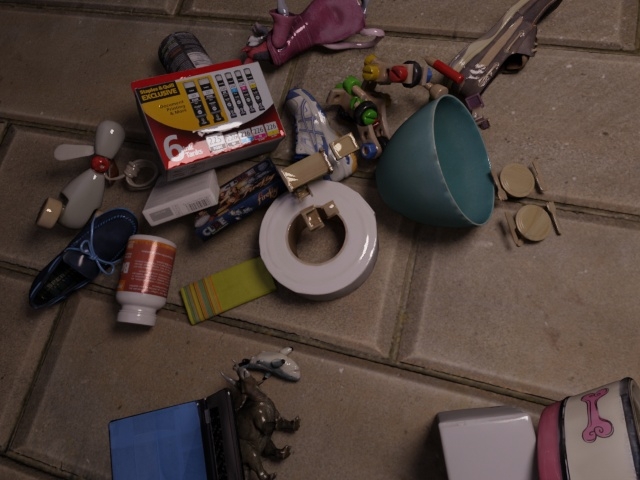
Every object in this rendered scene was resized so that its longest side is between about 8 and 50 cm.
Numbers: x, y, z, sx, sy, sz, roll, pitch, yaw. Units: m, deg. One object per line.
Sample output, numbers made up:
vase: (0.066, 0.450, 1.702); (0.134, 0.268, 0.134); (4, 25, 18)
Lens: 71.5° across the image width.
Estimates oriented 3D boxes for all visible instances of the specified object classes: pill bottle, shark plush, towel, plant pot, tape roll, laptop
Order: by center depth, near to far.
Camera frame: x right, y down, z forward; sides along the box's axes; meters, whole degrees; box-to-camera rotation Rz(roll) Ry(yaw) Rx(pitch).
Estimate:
laptop: (-0.301, 0.535, 0.906); (0.236, 0.408, 0.382); (-5, 70, -24)
plant pot: (0.242, -0.153, 1.014); (0.195, 0.290, 0.290); (-15, 68, 40)
shark plush: (-0.129, 0.300, 1.041); (0.161, 0.073, 0.067); (-7, 103, 4)
tape roll: (0.000, 0.000, 1.081); (0.286, 0.100, 0.286); (-3, 72, 10)
pill bottle: (-0.442, 0.102, 1.119); (0.121, 0.121, 0.216); (3, 74, 11)
towel: (-0.234, 0.124, 1.130); (0.237, 0.021, 0.102); (-22, 76, 2)
pill bottle: (-0.355, -0.466, 1.269); (0.130, 0.130, 0.245); (-33, 71, 0)

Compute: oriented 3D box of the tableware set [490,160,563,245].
tableware set: (0.476, -0.088, 1.050); (0.128, 0.039, 0.194); (-12, 77, -10)

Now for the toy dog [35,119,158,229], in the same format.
toy dog: (-0.634, -0.160, 1.217); (0.333, 0.220, 0.161); (-50, 40, -14)

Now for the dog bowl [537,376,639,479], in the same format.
dog bowl: (0.486, 0.440, 0.721); (0.150, 0.408, 0.408); (-19, 69, 34)

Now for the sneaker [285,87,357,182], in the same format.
sneaker: (-0.031, -0.271, 1.161); (0.131, 0.112, 0.296); (-34, 70, 0)

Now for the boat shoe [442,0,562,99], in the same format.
boat shoe: (0.480, -0.489, 1.137); (0.355, 0.132, 0.130); (-41, 80, 6)

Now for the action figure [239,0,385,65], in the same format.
action figure: (-0.053, -0.571, 1.244); (0.370, 0.248, 0.275); (-33, 97, -2)

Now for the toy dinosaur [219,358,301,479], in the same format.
toy dinosaur: (-0.147, 0.434, 0.986); (0.160, 0.121, 0.313); (8, 88, 32)

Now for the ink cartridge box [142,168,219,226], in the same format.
ink cartridge box: (-0.359, -0.138, 1.183); (0.181, 0.056, 0.224); (-19, 31, 4)

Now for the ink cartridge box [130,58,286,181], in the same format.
ink cartridge box: (-0.286, -0.329, 1.118); (0.309, 0.130, 0.272); (-22, 91, -20)

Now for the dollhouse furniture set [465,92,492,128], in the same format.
dollhouse furniture set: (0.358, -0.293, 1.117); (0.114, 0.091, 0.081); (-19, 31, 32)

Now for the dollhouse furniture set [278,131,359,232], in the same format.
dollhouse furniture set: (0.022, -0.130, 1.033); (0.182, 0.101, 0.161); (-27, 93, 1)

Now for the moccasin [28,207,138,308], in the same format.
moccasin: (-0.603, 0.062, 1.151); (0.342, 0.138, 0.117); (-45, 28, 6)

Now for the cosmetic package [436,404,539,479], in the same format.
cosmetic package: (0.329, 0.543, 0.786); (0.161, 0.230, 0.453); (-11, 71, 11)

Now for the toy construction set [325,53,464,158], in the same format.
toy construction set: (0.159, -0.383, 1.116); (0.309, 0.257, 0.237); (-30, 57, -13)

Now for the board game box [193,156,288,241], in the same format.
board game box: (-0.210, -0.110, 1.132); (0.243, 0.042, 0.165); (-32, 33, 1)
